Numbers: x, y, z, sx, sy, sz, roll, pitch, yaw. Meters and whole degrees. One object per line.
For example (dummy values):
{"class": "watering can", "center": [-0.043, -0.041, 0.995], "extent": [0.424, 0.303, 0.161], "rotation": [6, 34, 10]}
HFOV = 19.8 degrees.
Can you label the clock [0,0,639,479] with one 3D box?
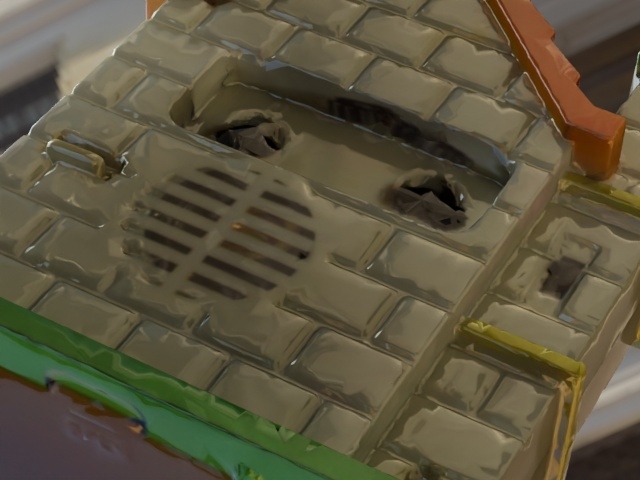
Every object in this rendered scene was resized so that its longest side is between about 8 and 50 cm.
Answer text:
{"class": "clock", "center": [0.000, 0.000, 0.603], "extent": [0.255, 0.219, 0.106], "rotation": [-49, -26, -40]}
